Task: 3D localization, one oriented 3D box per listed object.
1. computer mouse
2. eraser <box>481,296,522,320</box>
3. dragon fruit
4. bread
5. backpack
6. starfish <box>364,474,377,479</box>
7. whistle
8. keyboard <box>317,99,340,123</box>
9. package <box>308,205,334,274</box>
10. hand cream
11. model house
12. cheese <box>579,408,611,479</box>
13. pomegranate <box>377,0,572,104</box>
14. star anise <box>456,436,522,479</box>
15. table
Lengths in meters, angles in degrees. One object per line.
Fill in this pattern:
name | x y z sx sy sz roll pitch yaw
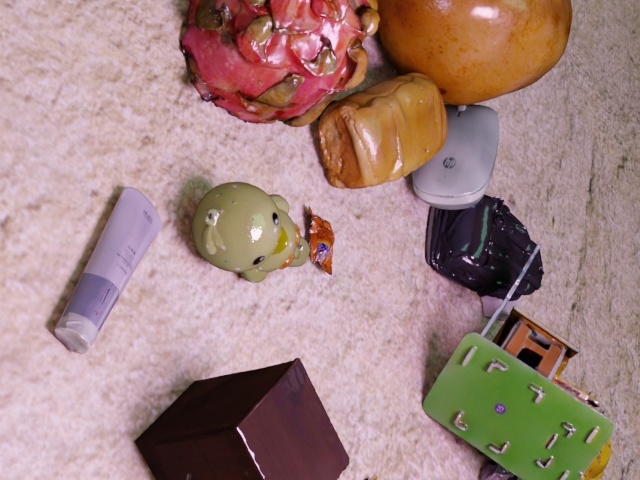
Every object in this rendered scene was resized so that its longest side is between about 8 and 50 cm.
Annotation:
computer mouse | 0.261 -0.180 2.181 0.097 0.159 0.288 74 24 -50
eraser | 0.368 0.050 2.342 0.095 0.052 0.225 14 67 -52
dragon fruit | -0.030 -0.330 1.762 0.296 0.262 0.314 37 49 -41
bread | 0.115 -0.200 2.009 0.294 0.132 0.167 -31 119 -54
backpack | 0.338 0.019 2.216 0.258 0.133 0.206 29 60 -32
starfish | 0.145 0.599 1.788 0.384 0.132 0.398 59 35 -14
whistle | -0.080 -0.003 1.683 0.294 0.141 0.141 21 61 -49
keyboard | 0.052 -0.224 2.050 0.198 0.010 0.064 -8 83 -55
package | 0.001 0.000 1.879 0.077 0.033 0.111 25 53 -36
hand cream | -0.274 0.035 1.482 0.079 0.048 0.255 56 37 -33
model house | 0.423 0.212 2.066 0.300 0.340 0.323 32 29 10
cheese | 0.577 0.469 2.456 0.177 0.069 0.270 54 42 -27
pomegranate | 0.305 -0.463 2.168 0.416 0.416 0.417 24 59 -48
star anise | 0.360 0.405 2.179 0.262 0.081 0.230 32 64 -47
table | -0.106 0.284 1.490 0.172 0.193 0.169 -43 113 -51
